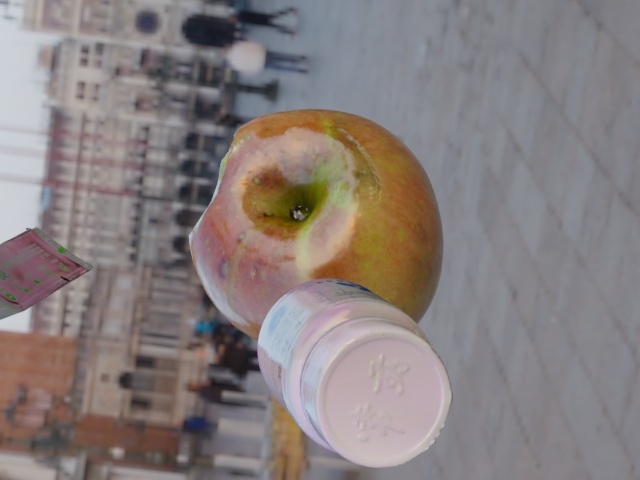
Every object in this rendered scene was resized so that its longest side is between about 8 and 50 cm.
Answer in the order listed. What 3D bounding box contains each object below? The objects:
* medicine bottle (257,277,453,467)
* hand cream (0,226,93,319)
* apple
[{"bbox_3d":[0.030,0.124,1.411,0.254,0.152,0.152,-152,69,-77],"label":"medicine bottle"},{"bbox_3d":[-0.326,0.038,1.531,0.079,0.050,0.275,60,-162,-4],"label":"hand cream"},{"bbox_3d":[0.000,0.000,1.952,0.339,0.339,0.340,-173,90,-85],"label":"apple"}]
